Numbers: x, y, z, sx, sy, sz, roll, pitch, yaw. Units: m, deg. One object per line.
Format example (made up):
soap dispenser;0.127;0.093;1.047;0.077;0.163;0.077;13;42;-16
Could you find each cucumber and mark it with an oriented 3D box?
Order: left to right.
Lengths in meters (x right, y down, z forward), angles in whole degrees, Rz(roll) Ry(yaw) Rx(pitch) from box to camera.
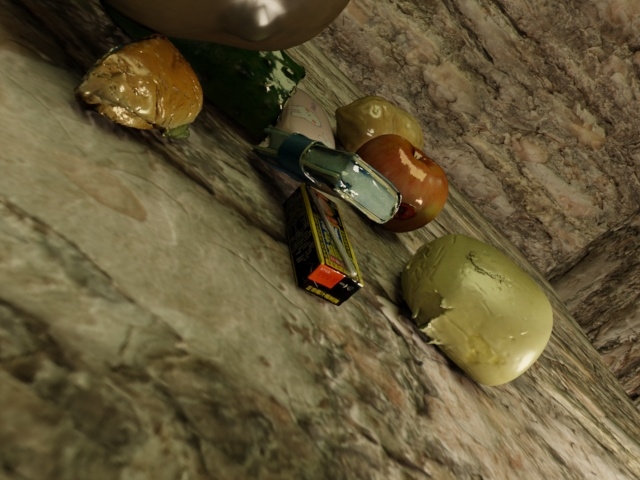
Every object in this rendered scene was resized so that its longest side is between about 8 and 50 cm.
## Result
cucumber;-0.178;-0.301;0.670;0.326;0.145;0.105;36;17;-14

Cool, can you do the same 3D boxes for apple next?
apple;0.154;-0.115;0.897;0.210;0.164;0.209;36;25;-20

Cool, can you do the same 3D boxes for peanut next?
peanut;0.165;-0.282;1.201;0.387;0.170;0.192;2;53;-55

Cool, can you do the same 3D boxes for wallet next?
wallet;0.006;-0.099;0.632;0.202;0.059;0.141;32;4;43

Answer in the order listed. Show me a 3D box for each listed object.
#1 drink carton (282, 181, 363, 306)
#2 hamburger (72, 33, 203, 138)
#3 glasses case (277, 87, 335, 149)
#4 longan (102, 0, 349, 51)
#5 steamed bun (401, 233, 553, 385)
drink carton;0.000;0.000;0.571;0.071;0.056;0.165;27;29;-31
hamburger;-0.177;-0.168;0.495;0.102;0.087;0.176;39;21;-15
glasses case;-0.034;-0.224;0.860;0.113;0.075;0.296;34;25;-25
longan;-0.110;-0.379;0.487;0.361;0.361;0.360;38;24;-20
steamed bun;0.256;0.091;0.731;0.232;0.166;0.273;49;22;1
